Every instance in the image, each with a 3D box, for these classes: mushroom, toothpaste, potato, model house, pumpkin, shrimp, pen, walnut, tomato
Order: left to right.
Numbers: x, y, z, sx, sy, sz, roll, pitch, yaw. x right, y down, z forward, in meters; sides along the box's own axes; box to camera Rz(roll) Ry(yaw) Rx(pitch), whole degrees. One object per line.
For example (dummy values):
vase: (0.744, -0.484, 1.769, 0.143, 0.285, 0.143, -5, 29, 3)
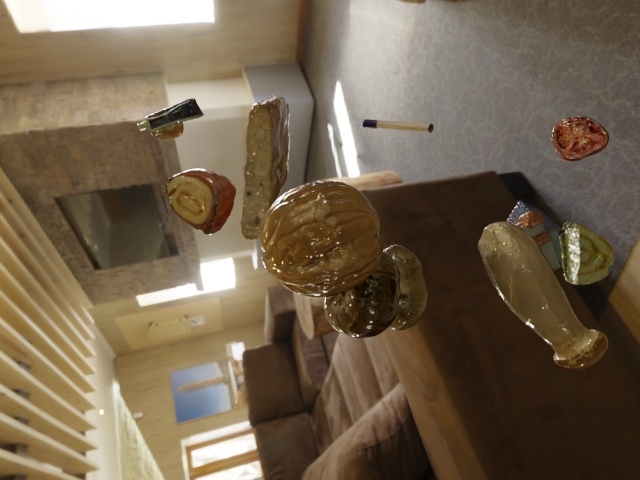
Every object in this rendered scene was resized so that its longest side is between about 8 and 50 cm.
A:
shrimp: (-0.386, -0.285, 1.145, 0.023, 0.108, 0.059, -11, -78, -65)
toothpaste: (-0.192, -0.157, 0.581, 0.027, 0.083, 0.019, 66, 159, -10)
walnut: (0.000, 0.000, 0.825, 0.228, 0.228, 0.227, 169, 90, -75)
pumpkin: (0.084, 0.111, 1.028, 0.219, 0.163, 0.218, -52, 29, 43)
pen: (0.258, -0.389, 1.544, 0.269, 0.033, 0.033, 17, 121, 40)
potato: (0.243, 0.141, 1.385, 0.165, 0.165, 0.262, 133, 140, -72)
model house: (0.813, -0.018, 1.876, 0.329, 0.295, 0.251, 53, -164, -40)
mushroom: (0.461, 0.114, 0.974, 0.350, 0.128, 0.128, 55, 160, 10)
tomato: (0.929, -0.363, 1.636, 0.082, 0.166, 0.174, 29, -135, -52)

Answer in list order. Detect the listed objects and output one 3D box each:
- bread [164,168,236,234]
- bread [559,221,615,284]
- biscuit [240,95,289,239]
bread: (-0.402, -0.149, 1.532, 0.244, 0.123, 0.190, 31, 103, 20)
bread: (0.663, 0.027, 1.117, 0.103, 0.110, 0.156, -45, -50, -79)
biscuit: (-0.163, -0.248, 1.482, 0.446, 0.104, 0.429, -78, -5, -67)
